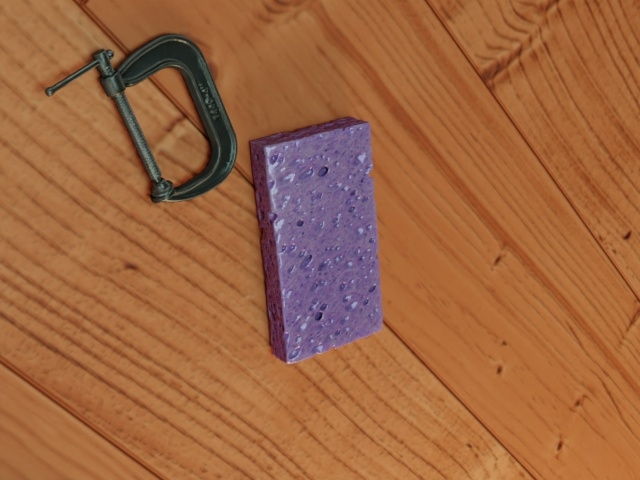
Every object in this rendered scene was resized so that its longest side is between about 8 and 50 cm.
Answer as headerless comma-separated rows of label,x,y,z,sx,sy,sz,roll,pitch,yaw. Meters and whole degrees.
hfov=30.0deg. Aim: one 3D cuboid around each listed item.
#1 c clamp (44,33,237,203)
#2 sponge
c clamp,-0.136,-0.095,0.971,0.137,0.022,0.161,-44,124,-27
sponge,0.000,0.000,1.095,0.117,0.031,0.210,-18,114,-34
